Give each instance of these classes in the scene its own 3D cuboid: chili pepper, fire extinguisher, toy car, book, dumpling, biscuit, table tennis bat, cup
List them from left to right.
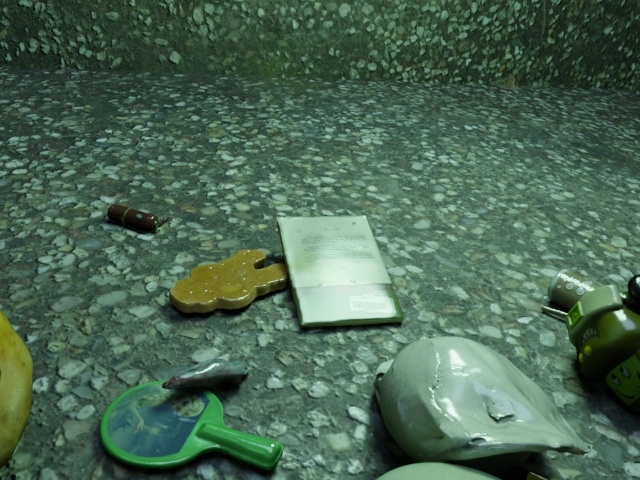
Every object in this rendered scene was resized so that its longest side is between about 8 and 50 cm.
[{"bbox_3d":[-0.397,-0.047,1.310,0.132,0.039,0.056,16,63,14],"label":"fire extinguisher"},{"bbox_3d":[-0.174,0.258,0.820,0.257,0.039,0.160,13,28,14],"label":"table tennis bat"},{"bbox_3d":[-0.162,0.196,0.896,0.153,0.050,0.041,7,58,-41],"label":"chili pepper"},{"bbox_3d":[-0.172,0.080,1.137,0.144,0.040,0.236,23,34,39],"label":"biscuit"},{"bbox_3d":[0.030,0.050,1.176,0.201,0.026,0.289,-2,43,-13],"label":"book"},{"bbox_3d":[0.213,0.221,0.798,0.260,0.341,0.181,10,66,-9],"label":"dumpling"},{"bbox_3d":[0.499,0.118,1.190,0.099,0.102,0.074,34,1,41],"label":"cup"},{"bbox_3d":[0.540,0.188,0.972,0.248,0.204,0.198,7,52,-3],"label":"toy car"}]

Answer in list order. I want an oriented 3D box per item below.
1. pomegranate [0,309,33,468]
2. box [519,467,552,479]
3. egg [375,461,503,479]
[{"bbox_3d":[-0.487,0.176,0.677,0.307,0.307,0.307,5,29,-3],"label":"pomegranate"},{"bbox_3d":[0.296,0.308,0.708,0.121,0.030,0.193,20,-13,22],"label":"box"},{"bbox_3d":[0.146,0.328,0.605,0.253,0.186,0.186,20,32,15],"label":"egg"}]
